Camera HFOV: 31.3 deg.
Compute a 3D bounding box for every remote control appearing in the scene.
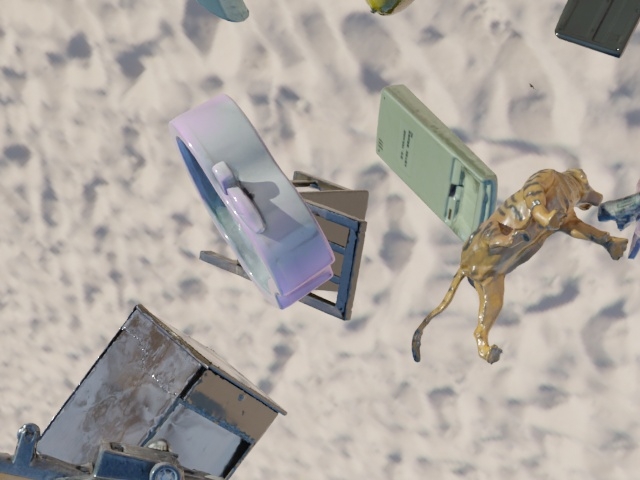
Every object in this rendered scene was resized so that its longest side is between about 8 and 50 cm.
[{"bbox_3d":[0.162,-0.108,1.607,0.285,0.038,0.123,49,144,47],"label":"remote control"}]

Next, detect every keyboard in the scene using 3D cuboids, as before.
[{"bbox_3d":[0.373,-0.314,1.450,0.103,0.381,0.041,24,157,22],"label":"keyboard"}]

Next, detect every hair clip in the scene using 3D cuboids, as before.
[{"bbox_3d":[0.447,-0.062,1.570,0.056,0.146,0.187,19,155,-8],"label":"hair clip"}]

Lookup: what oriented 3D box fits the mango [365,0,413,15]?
[{"bbox_3d":[0.117,-0.357,1.459,0.076,0.103,0.161,49,119,1],"label":"mango"}]

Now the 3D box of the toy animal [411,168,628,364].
[{"bbox_3d":[0.174,0.017,1.122,0.114,0.255,0.116,50,-179,-34],"label":"toy animal"}]

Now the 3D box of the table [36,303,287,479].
[{"bbox_3d":[-0.253,0.299,1.817,0.196,0.282,0.250,34,174,36],"label":"table"}]

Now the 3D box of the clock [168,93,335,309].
[{"bbox_3d":[-0.103,-0.057,1.734,0.338,0.102,0.338,56,170,15],"label":"clock"}]

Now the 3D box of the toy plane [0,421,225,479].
[{"bbox_3d":[-0.246,0.264,1.284,0.316,0.103,0.204,23,-178,-17],"label":"toy plane"}]

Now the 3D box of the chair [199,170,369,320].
[{"bbox_3d":[0.000,0.000,2.126,0.416,0.240,0.203,21,103,44],"label":"chair"}]

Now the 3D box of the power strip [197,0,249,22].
[{"bbox_3d":[-0.104,-0.354,1.241,0.137,0.044,0.216,37,133,16],"label":"power strip"}]
